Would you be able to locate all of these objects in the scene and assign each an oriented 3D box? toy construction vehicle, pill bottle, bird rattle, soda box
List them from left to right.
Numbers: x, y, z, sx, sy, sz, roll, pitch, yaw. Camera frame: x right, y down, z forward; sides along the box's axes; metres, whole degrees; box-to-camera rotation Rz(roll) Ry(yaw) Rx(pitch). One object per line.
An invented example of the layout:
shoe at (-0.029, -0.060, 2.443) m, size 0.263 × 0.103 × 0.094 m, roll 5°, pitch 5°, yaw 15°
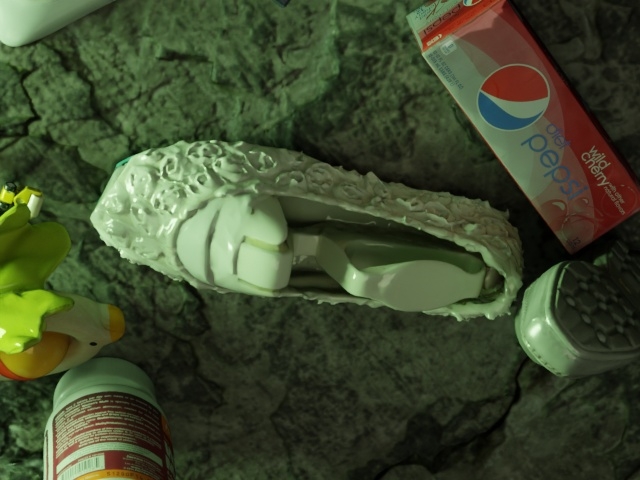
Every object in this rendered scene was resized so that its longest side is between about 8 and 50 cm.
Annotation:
toy construction vehicle at (-0.301, -0.035, 1.627) m, size 0.098 × 0.035 × 0.086 m, roll 16°, pitch 116°, yaw -8°
bird rattle at (-0.296, 0.093, 1.637) m, size 0.253 × 0.143 × 0.207 m, roll -36°, pitch 145°, yaw 32°
pill bottle at (-0.196, 0.209, 1.675) m, size 0.121 × 0.221 × 0.121 m, roll -4°, pitch 121°, yaw -6°
soda box at (0.187, -0.115, 1.623) m, size 0.092 × 0.083 × 0.263 m, roll -34°, pitch 119°, yaw 11°

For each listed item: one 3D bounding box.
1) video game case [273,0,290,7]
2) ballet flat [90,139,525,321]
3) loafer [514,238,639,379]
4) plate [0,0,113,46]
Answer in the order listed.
video game case at (-0.067, -0.341, 1.441) m, size 0.274 × 0.026 × 0.196 m, roll 36°, pitch 95°, yaw -31°
ballet flat at (0.000, 0.000, 1.635) m, size 0.409 × 0.147 × 0.147 m, roll 7°, pitch 119°, yaw -12°
loafer at (0.229, 0.076, 1.624) m, size 0.111 × 0.319 × 0.112 m, roll -41°, pitch 82°, yaw 19°
plate at (-0.198, -0.315, 1.467) m, size 0.277 × 0.045 × 0.278 m, roll -24°, pitch 121°, yaw 5°
